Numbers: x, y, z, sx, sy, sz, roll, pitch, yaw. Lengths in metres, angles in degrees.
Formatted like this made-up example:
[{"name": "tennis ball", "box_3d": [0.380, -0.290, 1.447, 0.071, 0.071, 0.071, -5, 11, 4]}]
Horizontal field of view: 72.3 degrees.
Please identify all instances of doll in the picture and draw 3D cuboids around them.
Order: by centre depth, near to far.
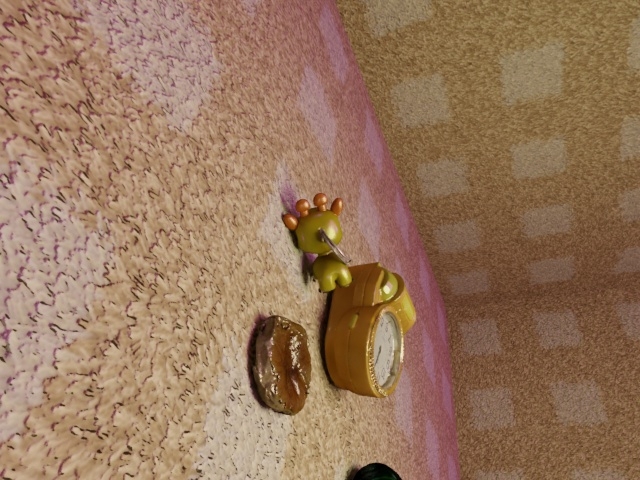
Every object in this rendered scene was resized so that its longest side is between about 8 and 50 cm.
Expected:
[{"name": "doll", "box_3d": [0.000, 0.000, 1.020, 0.135, 0.143, 0.220, -124, -161, -67]}]

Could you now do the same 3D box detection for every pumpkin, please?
[{"name": "pumpkin", "box_3d": [0.158, 0.629, 1.041, 0.202, 0.140, 0.202, 57, 1, -2]}]

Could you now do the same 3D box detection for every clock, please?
[{"name": "clock", "box_3d": [0.122, 0.241, 1.127, 0.244, 0.200, 0.317, 59, 37, -34]}]

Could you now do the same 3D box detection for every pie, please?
[{"name": "pie", "box_3d": [-0.067, 0.238, 0.830, 0.195, 0.046, 0.195, -10, 90, -68]}]
